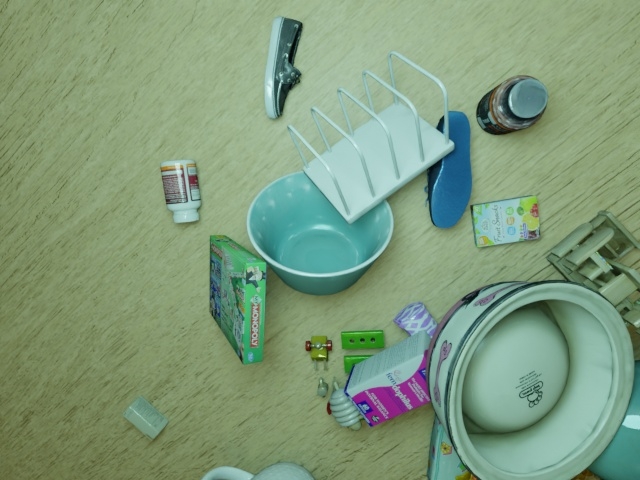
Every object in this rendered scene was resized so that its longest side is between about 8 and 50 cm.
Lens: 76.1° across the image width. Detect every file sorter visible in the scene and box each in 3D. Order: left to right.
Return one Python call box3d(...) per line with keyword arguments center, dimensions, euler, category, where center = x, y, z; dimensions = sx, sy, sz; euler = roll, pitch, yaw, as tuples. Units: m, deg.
box3d(center=(0.098, -0.215, 0.838), dimensions=(0.277, 0.173, 0.193), euler=(-36, 56, -3), category="file sorter")

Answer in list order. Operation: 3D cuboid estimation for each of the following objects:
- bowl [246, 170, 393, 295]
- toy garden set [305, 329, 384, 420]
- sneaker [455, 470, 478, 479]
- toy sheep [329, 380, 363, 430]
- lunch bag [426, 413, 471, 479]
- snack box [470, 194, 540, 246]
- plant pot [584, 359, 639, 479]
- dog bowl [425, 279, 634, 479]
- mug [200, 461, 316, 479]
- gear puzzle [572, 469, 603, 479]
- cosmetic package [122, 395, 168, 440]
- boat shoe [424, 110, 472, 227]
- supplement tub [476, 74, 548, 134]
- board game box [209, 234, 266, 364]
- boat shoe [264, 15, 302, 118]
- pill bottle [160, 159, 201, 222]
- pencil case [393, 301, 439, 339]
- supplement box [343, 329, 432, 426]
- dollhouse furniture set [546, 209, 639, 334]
box3d(center=(0.000, 0.000, 0.924), dimensions=(0.311, 0.312, 0.163), euler=(7, 140, 7), category="bowl")
box3d(center=(0.072, 0.350, 1.078), dimensions=(0.203, 0.049, 0.245), euler=(-4, 100, 7), category="toy garden set")
box3d(center=(0.383, 0.523, 0.946), dimensions=(0.067, 0.064, 0.175), euler=(41, 99, 9), category="sneaker")
box3d(center=(0.066, 0.412, 1.023), dimensions=(0.091, 0.091, 0.132), euler=(-26, 82, 11), category="toy sheep")
box3d(center=(0.394, 0.543, 1.034), dimensions=(0.223, 0.108, 0.280), euler=(7, 101, 7), category="lunch bag")
box3d(center=(0.433, -0.045, 0.960), dimensions=(0.141, 0.037, 0.100), euler=(-9, 98, 10), category="snack box")
box3d(center=(0.685, 0.401, 0.888), dimensions=(0.235, 0.293, 0.293), euler=(-6, 99, 22), category="plant pot")
box3d(center=(0.394, 0.264, 0.813), dimensions=(0.407, 0.150, 0.409), euler=(-2, 97, -14), category="dog bowl")
box3d(center=(-0.154, 0.717, 1.030), dimensions=(0.374, 0.328, 0.276), euler=(31, 102, 2), category="mug")
box3d(center=(0.775, 0.546, 1.013), dimensions=(0.338, 0.044, 0.176), euler=(-9, 99, 9), category="gear puzzle")
box3d(center=(-0.503, 0.512, 1.180), dimensions=(0.115, 0.060, 0.041), euler=(43, 104, 0), category="cosmetic package")
box3d(center=(0.297, -0.158, 0.939), dimensions=(0.108, 0.089, 0.259), euler=(9, 96, -7), category="boat shoe")
box3d(center=(0.393, -0.277, 0.843), dimensions=(0.105, 0.198, 0.106), euler=(2, 100, 9), category="supplement tub")
box3d(center=(-0.203, 0.119, 0.954), dimensions=(0.046, 0.317, 0.214), euler=(-1, 102, -27), category="board game box")
box3d(center=(-0.080, -0.399, 0.955), dimensions=(0.076, 0.080, 0.229), euler=(8, 93, 8), category="boat shoe")
box3d(center=(-0.349, -0.124, 1.031), dimensions=(0.086, 0.086, 0.152), euler=(-4, 99, 9), category="pill bottle")
box3d(center=(0.269, 0.252, 1.010), dimensions=(0.088, 0.086, 0.206), euler=(-36, 93, -10), category="pencil case")
box3d(center=(0.180, 0.322, 0.956), dimensions=(0.220, 0.114, 0.111), euler=(-36, 95, 23), category="supplement box")
box3d(center=(0.612, 0.042, 0.846), dimensions=(0.212, 0.242, 0.161), euler=(45, 102, -2), category="dollhouse furniture set")
